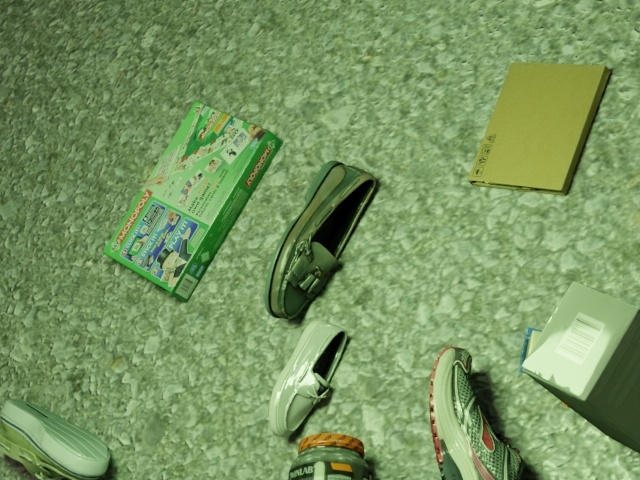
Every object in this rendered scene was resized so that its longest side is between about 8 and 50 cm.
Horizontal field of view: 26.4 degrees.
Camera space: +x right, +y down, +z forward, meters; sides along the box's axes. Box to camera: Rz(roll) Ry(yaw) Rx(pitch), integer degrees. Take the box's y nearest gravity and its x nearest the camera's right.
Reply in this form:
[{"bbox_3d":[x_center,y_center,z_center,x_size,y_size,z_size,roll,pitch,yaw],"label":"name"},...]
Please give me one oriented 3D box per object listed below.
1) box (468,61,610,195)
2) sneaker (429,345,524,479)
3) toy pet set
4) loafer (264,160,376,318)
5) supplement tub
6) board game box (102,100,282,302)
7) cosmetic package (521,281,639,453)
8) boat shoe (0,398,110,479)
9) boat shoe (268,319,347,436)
[{"bbox_3d":[0.314,-0.164,1.972,0.164,0.021,0.201,9,71,42],"label":"box"},{"bbox_3d":[0.203,0.272,1.759,0.112,0.121,0.299,-9,54,1],"label":"sneaker"},{"bbox_3d":[0.318,0.162,1.769,0.114,0.065,0.122,12,73,6],"label":"toy pet set"},{"bbox_3d":[0.000,0.000,2.085,0.084,0.096,0.267,13,72,37],"label":"loafer"},{"bbox_3d":[0.012,0.364,1.841,0.117,0.117,0.190,-18,55,30],"label":"supplement tub"},{"bbox_3d":[-0.222,-0.073,2.337,0.213,0.046,0.317,26,84,46],"label":"board game box"},{"bbox_3d":[0.353,0.159,1.601,0.107,0.238,0.127,26,80,42],"label":"cosmetic package"},{"bbox_3d":[-0.442,0.347,2.246,0.302,0.109,0.094,19,93,53],"label":"boat shoe"},{"bbox_3d":[-0.014,0.205,2.000,0.063,0.066,0.184,9,62,43],"label":"boat shoe"}]
